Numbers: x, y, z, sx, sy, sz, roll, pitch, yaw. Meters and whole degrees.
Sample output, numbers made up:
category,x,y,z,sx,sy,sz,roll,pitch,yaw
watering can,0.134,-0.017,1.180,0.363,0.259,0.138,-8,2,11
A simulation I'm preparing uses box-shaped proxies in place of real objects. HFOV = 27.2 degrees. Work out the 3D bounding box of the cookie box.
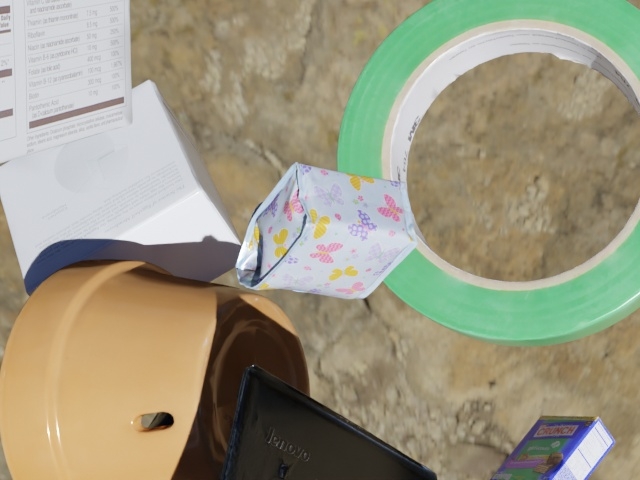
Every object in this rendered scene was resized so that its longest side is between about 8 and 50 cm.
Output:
category,x,y,z,sx,sy,sz,roll,pitch,yaw
cookie box,0.250,0.238,1.432,0.107,0.092,0.040,-43,108,-31

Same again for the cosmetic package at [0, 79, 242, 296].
category,x,y,z,sx,sy,sz,roll,pitch,yaw
cosmetic package,-0.235,-0.029,1.543,0.224,0.138,0.225,-30,44,2

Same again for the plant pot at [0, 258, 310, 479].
category,x,y,z,sx,sy,sz,roll,pitch,yaw
plant pot,-0.144,0.157,1.320,0.203,0.291,0.291,-5,64,30

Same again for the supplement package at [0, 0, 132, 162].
category,x,y,z,sx,sy,sz,roll,pitch,yaw
supplement package,-0.263,-0.129,0.691,0.261,0.204,0.145,10,109,25

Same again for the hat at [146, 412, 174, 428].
category,x,y,z,sx,sy,sz,roll,pitch,yaw
hat,-0.123,0.306,1.822,0.331,0.134,0.331,-33,34,26

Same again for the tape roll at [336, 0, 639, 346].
category,x,y,z,sx,sy,sz,roll,pitch,yaw
tape roll,0.178,-0.069,1.167,0.321,0.077,0.321,-3,79,15

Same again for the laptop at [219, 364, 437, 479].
category,x,y,z,sx,sy,sz,roll,pitch,yaw
laptop,-0.098,0.358,1.166,0.408,0.382,0.236,-32,55,14

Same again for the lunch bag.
category,x,y,z,sx,sy,sz,roll,pitch,yaw
lunch bag,0.000,0.000,0.715,0.071,0.083,0.053,8,52,-27
